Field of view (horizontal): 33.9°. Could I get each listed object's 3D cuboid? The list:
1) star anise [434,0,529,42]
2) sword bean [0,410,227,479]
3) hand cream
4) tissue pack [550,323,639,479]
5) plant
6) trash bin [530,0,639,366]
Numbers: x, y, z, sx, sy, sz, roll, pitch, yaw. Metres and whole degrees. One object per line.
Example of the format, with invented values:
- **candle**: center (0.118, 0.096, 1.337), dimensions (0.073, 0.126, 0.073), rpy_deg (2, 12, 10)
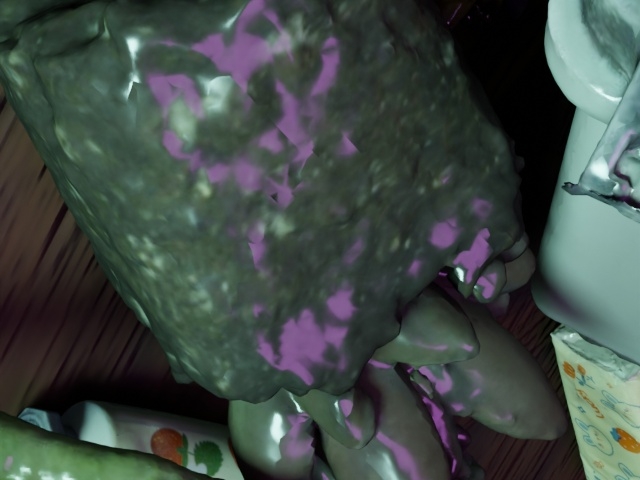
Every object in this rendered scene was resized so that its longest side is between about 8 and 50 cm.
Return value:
- **star anise**: center (0.068, -0.163, 0.485), dimensions (0.168, 0.057, 0.168), rpy_deg (0, 90, -64)
- **sword bean**: center (-0.136, 0.086, 0.413), dimensions (0.269, 0.038, 0.043), rpy_deg (16, 129, -6)
- **hand cream**: center (-0.048, 0.136, 0.595), dimensions (0.095, 0.059, 0.276), rpy_deg (-37, 142, 30)
- **tissue pack**: center (0.263, 0.106, 0.794), dimensions (0.148, 0.092, 0.196), rpy_deg (-36, 131, -16)
- **plant**: center (0.000, 0.000, 0.460), dimensions (0.181, 0.194, 0.321), rpy_deg (-37, 129, -9)
- **trash bin**: center (0.223, -0.042, 0.482), dimensions (0.296, 0.255, 0.368), rpy_deg (-61, 169, -19)
